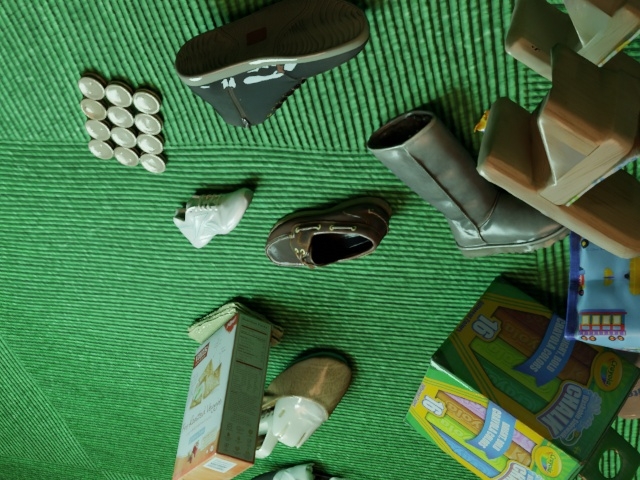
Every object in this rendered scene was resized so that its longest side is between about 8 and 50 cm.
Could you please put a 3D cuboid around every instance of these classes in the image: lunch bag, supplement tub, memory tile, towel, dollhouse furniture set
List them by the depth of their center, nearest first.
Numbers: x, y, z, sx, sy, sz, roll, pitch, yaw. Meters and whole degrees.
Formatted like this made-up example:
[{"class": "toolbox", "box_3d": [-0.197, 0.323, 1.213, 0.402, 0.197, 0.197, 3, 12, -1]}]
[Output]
[{"class": "dollhouse furniture set", "box_3d": [0.336, -0.204, 0.623, 0.256, 0.394, 0.362, 29, 141, -12]}, {"class": "lunch bag", "box_3d": [0.440, 0.088, 1.115, 0.221, 0.138, 0.293, -4, 158, 31]}, {"class": "memory tile", "box_3d": [-0.256, -0.151, 1.237, 0.113, 0.012, 0.148, 14, 142, 6]}, {"class": "supplement tub", "box_3d": [0.420, 0.190, 1.314, 0.071, 0.071, 0.107, -6, 135, 28]}, {"class": "towel", "box_3d": [-0.137, 0.147, 1.529, 0.110, 0.027, 0.148, 37, 137, -22]}]

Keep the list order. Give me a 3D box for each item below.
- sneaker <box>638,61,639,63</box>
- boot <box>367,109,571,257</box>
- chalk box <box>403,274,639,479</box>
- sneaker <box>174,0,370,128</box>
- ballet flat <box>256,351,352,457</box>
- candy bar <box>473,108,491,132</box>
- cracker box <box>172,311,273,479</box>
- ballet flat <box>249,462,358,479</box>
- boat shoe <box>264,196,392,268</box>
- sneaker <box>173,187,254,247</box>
[{"class": "sneaker", "box_3d": [0.409, -0.104, 0.947, 0.163, 0.086, 0.226, -2, 146, 38]}, {"class": "boot", "box_3d": [0.182, -0.074, 1.112, 0.190, 0.076, 0.208, -18, 122, 34]}, {"class": "chalk box", "box_3d": [0.288, 0.224, 1.253, 0.289, 0.180, 0.179, 33, 144, 16]}, {"class": "sneaker", "box_3d": [-0.038, -0.196, 1.059, 0.222, 0.083, 0.118, -8, 153, 21]}, {"class": "ballet flat", "box_3d": [-0.068, 0.299, 1.602, 0.116, 0.124, 0.342, 35, 138, -20]}, {"class": "candy bar", "box_3d": [0.246, -0.101, 1.084, 0.161, 0.018, 0.040, 29, 140, -13]}, {"class": "cracker box", "box_3d": [-0.148, 0.244, 1.438, 0.067, 0.232, 0.156, 23, 141, -22]}, {"class": "ballet flat", "box_3d": [-0.004, 0.474, 1.820, 0.280, 0.095, 0.096, 9, 131, -3]}, {"class": "boat shoe", "box_3d": [0.000, 0.000, 1.263, 0.207, 0.073, 0.073, -20, 128, 40]}, {"class": "sneaker", "box_3d": [-0.149, -0.038, 1.295, 0.061, 0.053, 0.152, 41, 137, -21]}]
